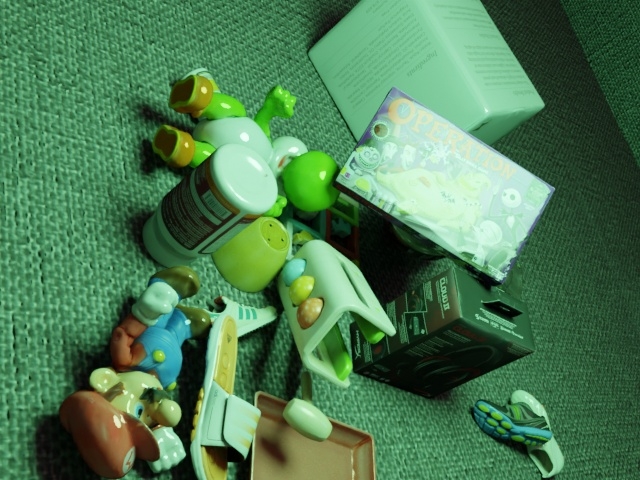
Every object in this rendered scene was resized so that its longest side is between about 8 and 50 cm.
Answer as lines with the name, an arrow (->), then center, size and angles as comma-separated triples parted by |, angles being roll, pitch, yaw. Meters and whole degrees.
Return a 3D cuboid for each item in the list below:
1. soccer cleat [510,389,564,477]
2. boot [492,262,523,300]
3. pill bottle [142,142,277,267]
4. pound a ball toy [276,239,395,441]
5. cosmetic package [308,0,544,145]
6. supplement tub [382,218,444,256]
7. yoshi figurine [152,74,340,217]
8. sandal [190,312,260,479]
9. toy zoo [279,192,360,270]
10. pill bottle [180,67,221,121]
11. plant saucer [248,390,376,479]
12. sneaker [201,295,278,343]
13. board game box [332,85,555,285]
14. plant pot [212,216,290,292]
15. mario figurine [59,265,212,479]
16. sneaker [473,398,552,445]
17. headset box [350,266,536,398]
soccer cleat -> 0.471, 0.422, 1.759 | 0.076, 0.068, 0.196 | -19, 80, -50
boot -> 0.426, 0.022, 2.018 | 0.229, 0.091, 0.262 | 39, 43, -30
pill bottle -> -0.179, -0.048, 1.259 | 0.121, 0.221, 0.121 | 28, 44, -32
pound a ball toy -> -0.015, 0.145, 1.313 | 0.136, 0.208, 0.319 | 36, 11, -21
cosmetic package -> 0.251, -0.384, 1.918 | 0.329, 0.327, 0.393 | -16, 74, -52
supplement tub -> 0.234, -0.066, 1.634 | 0.207, 0.207, 0.338 | 59, -1, 4
yoshi figurine -> -0.096, -0.150, 1.429 | 0.362, 0.203, 0.203 | 22, 40, -38
sandal -> -0.127, 0.230, 1.165 | 0.102, 0.076, 0.265 | 54, 36, -61
toy zoo -> 0.000, 0.000, 1.585 | 0.192, 0.030, 0.293 | 29, 43, -31
pill bottle -> -0.214, -0.261, 1.518 | 0.065, 0.065, 0.116 | -22, 80, -53
plant saucer -> -0.018, 0.393, 1.246 | 0.259, 0.048, 0.258 | 29, 44, -32
sneaker -> -0.135, 0.119, 1.317 | 0.161, 0.057, 0.075 | -21, 85, -50
board game box -> 0.220, -0.095, 1.430 | 0.347, 0.056, 0.208 | 31, 75, -3
plant pot -> -0.109, 0.011, 1.399 | 0.134, 0.095, 0.134 | 28, 45, -32
mario figurine -> -0.213, 0.183, 1.090 | 0.198, 0.170, 0.320 | 43, 36, -19
sneaker -> 0.401, 0.375, 1.699 | 0.188, 0.067, 0.078 | 21, 40, -16
headset box -> 0.234, 0.173, 1.492 | 0.218, 0.293, 0.110 | 26, 46, -35
